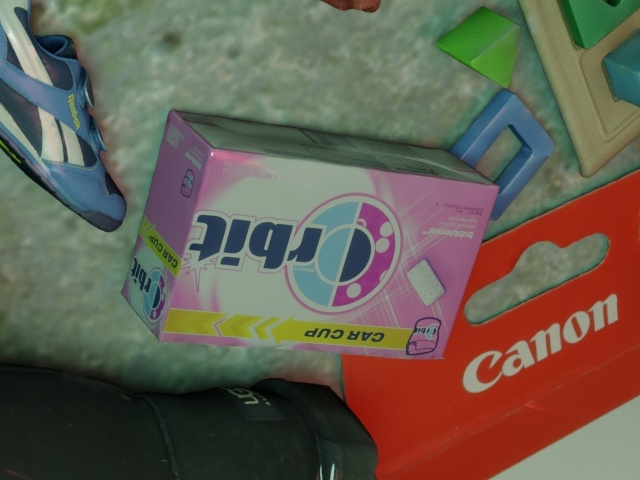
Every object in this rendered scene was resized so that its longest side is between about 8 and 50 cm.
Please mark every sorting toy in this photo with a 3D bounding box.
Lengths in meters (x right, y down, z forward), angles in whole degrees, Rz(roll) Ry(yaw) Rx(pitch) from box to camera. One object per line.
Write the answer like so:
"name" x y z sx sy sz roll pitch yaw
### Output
"sorting toy" 0.208 -0.149 0.939 0.347 0.047 0.196 -40 134 -13

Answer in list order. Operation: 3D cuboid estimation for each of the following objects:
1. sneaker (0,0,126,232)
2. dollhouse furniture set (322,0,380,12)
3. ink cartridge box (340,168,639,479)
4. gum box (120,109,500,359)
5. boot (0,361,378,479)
"sneaker" -0.129 -0.062 0.764 0.059 0.053 0.144 -44 129 -13
"dollhouse furniture set" 0.134 -0.172 0.692 0.201 0.374 0.152 -24 126 -25
"ink cartridge box" 0.181 0.164 1.048 0.308 0.091 0.385 -24 123 -24
"gum box" 0.000 0.000 0.857 0.188 0.062 0.107 6 110 -30
"boot" -0.211 0.224 0.771 0.445 0.146 0.367 9 97 -39
